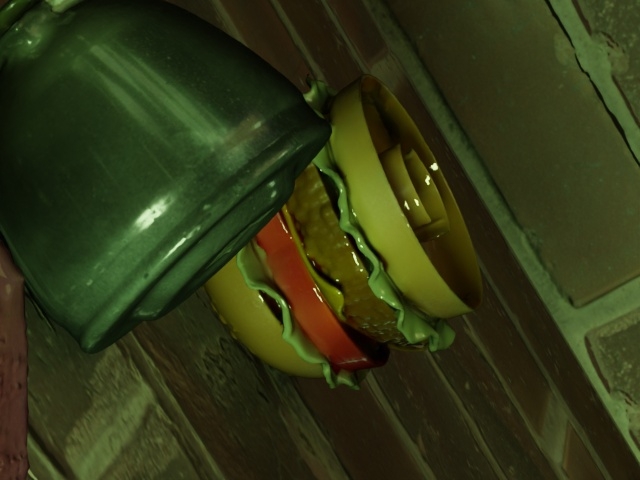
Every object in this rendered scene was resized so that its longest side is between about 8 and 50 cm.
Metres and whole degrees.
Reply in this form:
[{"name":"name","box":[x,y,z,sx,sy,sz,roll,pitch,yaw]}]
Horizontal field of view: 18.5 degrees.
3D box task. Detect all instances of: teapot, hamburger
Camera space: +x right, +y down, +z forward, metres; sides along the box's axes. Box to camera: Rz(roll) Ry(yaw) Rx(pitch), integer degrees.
[{"name":"teapot","box":[-0.135,-0.083,1.434,0.239,0.239,0.321,48,21,3]},{"name":"hamburger","box":[0.000,0.000,1.724,0.274,0.212,0.274,57,17,-27]}]

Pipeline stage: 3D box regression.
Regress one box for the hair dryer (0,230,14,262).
[{"name":"hair dryer","box":[-0.212,0.115,1.070,0.070,0.128,0.255,15,59,-70]}]

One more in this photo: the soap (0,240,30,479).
[{"name":"soap","box":[-0.244,0.044,0.963,0.289,0.182,0.112,57,14,5]}]
